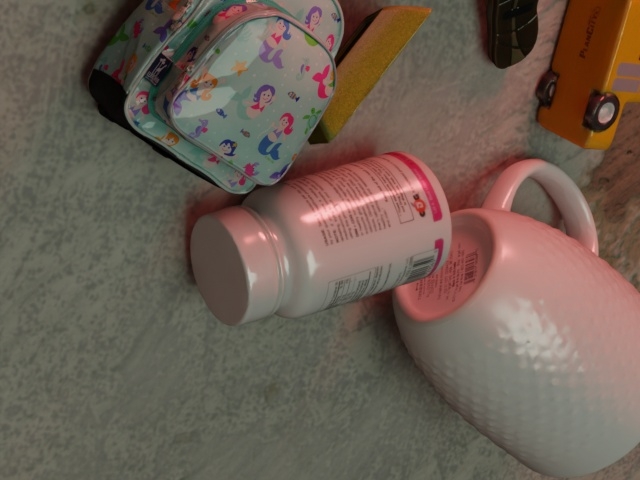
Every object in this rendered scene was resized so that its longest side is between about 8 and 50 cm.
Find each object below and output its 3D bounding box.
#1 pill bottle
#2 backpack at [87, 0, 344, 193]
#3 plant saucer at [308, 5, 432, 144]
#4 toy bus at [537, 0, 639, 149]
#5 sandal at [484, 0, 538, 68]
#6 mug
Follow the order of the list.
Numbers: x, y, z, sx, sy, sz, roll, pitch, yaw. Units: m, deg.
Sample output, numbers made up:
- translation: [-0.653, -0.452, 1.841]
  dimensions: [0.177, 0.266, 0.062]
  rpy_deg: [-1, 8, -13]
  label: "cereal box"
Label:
- translation: [0.000, 0.000, 2.062]
  dimensions: [0.283, 0.160, 0.160]
  rpy_deg: [-16, 122, -30]
  label: "pill bottle"
- translation: [-0.094, -0.198, 1.877]
  dimensions: [0.225, 0.191, 0.253]
  rpy_deg: [35, 85, -42]
  label: "backpack"
- translation: [0.039, -0.197, 2.002]
  dimensions: [0.045, 0.188, 0.188]
  rpy_deg: [38, 87, -7]
  label: "plant saucer"
- translation: [0.389, -0.287, 2.241]
  dimensions: [0.130, 0.108, 0.333]
  rpy_deg: [-2, 114, -38]
  label: "toy bus"
- translation: [0.238, -0.313, 2.151]
  dimensions: [0.090, 0.060, 0.219]
  rpy_deg: [-20, 139, -21]
  label: "sandal"
- translation: [0.269, 0.072, 2.263]
  dimensions: [0.328, 0.276, 0.374]
  rpy_deg: [38, 58, -36]
  label: "mug"
